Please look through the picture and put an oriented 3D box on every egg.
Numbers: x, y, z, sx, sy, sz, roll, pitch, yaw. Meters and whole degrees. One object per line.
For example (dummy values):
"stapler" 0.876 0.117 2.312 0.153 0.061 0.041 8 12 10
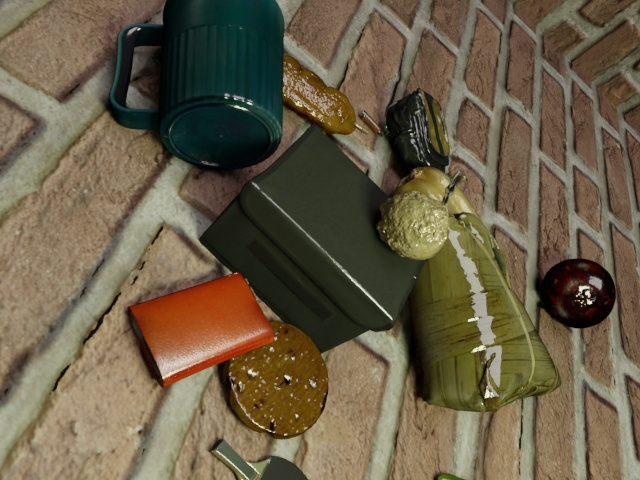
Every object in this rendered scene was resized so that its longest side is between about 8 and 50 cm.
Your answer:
"egg" 0.165 -0.028 1.002 0.118 0.116 0.140 -4 37 -18

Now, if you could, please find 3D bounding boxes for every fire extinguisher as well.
"fire extinguisher" 0.136 -0.307 1.506 0.083 0.022 0.028 46 26 -8

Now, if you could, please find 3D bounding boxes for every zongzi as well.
"zongzi" 0.378 0.121 1.306 0.467 0.218 0.499 7 70 -48

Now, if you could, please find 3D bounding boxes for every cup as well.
"cup" -0.212 -0.317 1.076 0.308 0.242 0.292 15 58 -35

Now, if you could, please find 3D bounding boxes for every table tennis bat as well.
"table tennis bat" -0.087 0.394 0.897 0.220 0.019 0.130 47 44 -9

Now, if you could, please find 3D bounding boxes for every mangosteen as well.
"mangosteen" 0.720 0.145 1.596 0.210 0.210 0.209 20 53 -29

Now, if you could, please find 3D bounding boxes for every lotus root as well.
"lotus root" 0.307 -0.023 1.386 0.169 0.151 0.342 -36 94 -27

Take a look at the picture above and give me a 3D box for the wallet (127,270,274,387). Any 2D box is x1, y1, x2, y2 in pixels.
"wallet" -0.192 0.138 0.927 0.205 0.045 0.142 -18 66 -35

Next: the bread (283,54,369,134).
"bread" -0.027 -0.336 1.351 0.344 0.084 0.124 29 67 -24

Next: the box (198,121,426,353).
"box" 0.001 0.000 1.078 0.345 0.204 0.251 45 44 -8

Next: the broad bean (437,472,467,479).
"broad bean" 0.345 0.536 1.146 0.298 0.043 0.060 31 37 -22

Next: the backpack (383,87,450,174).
"backpack" 0.267 -0.255 1.513 0.206 0.133 0.258 4 68 -52

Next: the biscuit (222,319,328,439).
"biscuit" -0.074 0.238 0.990 0.212 0.036 0.212 21 50 -29
